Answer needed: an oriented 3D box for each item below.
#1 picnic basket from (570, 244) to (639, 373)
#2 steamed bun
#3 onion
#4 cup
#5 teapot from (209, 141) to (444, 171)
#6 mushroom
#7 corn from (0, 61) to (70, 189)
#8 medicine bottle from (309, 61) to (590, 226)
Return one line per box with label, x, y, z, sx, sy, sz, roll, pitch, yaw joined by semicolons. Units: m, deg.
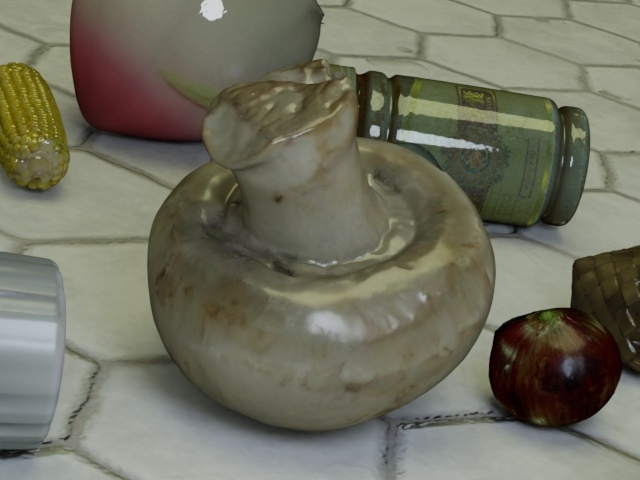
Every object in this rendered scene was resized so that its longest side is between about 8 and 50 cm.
picnic basket;0.341;0.069;1.601;0.138;0.128;0.178;-10;13;-36
steamed bun;-0.170;-0.237;1.969;0.309;0.309;0.309;9;22;-4
onion;0.210;0.115;1.473;0.117;0.118;0.118;-31;35;-10
cup;-0.309;0.067;1.275;0.202;0.167;0.221;6;24;-18
teapot;-0.004;-0.020;1.652;0.225;0.171;0.203;17;52;32
mushroom;0.000;0.000;1.385;0.297;0.290;0.297;0;42;0
corn;-0.324;-0.127;1.838;0.081;0.081;0.248;3;23;-18
medicine bottle;0.133;-0.106;1.901;0.322;0.151;0.151;8;22;-6
